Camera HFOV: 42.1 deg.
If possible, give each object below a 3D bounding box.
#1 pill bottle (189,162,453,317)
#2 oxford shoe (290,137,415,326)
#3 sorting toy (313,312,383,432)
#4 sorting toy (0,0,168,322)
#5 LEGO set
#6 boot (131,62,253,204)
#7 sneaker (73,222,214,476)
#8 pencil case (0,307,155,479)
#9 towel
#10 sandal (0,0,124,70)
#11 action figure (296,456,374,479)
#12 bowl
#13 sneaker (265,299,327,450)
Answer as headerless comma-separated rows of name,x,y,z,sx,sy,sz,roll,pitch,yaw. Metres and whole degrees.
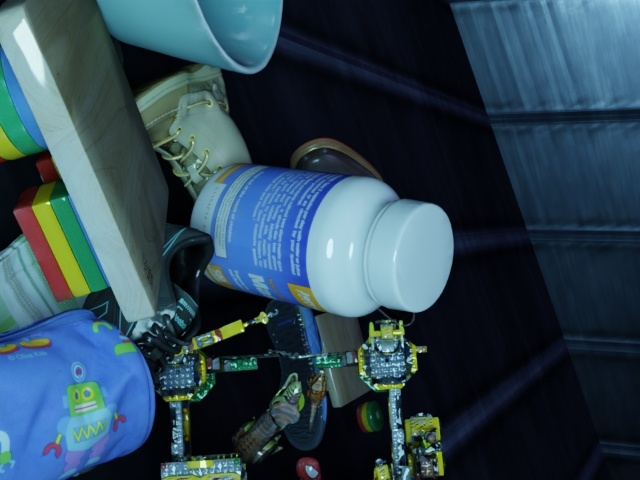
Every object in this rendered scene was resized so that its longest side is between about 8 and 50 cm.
pill bottle,0.000,0.000,0.909,0.152,0.272,0.152,-15,110,-48
oxford shoe,0.071,-0.008,1.309,0.364,0.130,0.133,53,13,-36
sorting toy,0.019,0.162,1.233,0.132,0.046,0.274,-9,83,-64
sorting toy,-0.219,-0.091,0.713,0.257,0.089,0.255,-104,178,-62
LEGO set,-0.035,0.189,0.796,0.192,0.331,0.255,83,11,-77
boot,-0.157,-0.096,0.988,0.203,0.095,0.262,68,23,-15
sneaker,-0.180,0.089,0.782,0.101,0.106,0.267,58,38,-50
pencil case,-0.255,0.126,0.570,0.306,0.119,0.133,-9,108,-55
towel,-0.258,0.049,0.775,0.113,0.023,0.152,64,28,-18
sandal,-0.318,-0.288,0.755,0.446,0.107,0.167,39,42,-51
action figure,0.035,0.405,1.031,0.091,0.139,0.280,13,61,-63
bowl,-0.161,-0.323,0.859,0.311,0.163,0.311,-2,90,-75
sneaker,-0.020,0.175,1.126,0.082,0.069,0.209,17,60,-64
